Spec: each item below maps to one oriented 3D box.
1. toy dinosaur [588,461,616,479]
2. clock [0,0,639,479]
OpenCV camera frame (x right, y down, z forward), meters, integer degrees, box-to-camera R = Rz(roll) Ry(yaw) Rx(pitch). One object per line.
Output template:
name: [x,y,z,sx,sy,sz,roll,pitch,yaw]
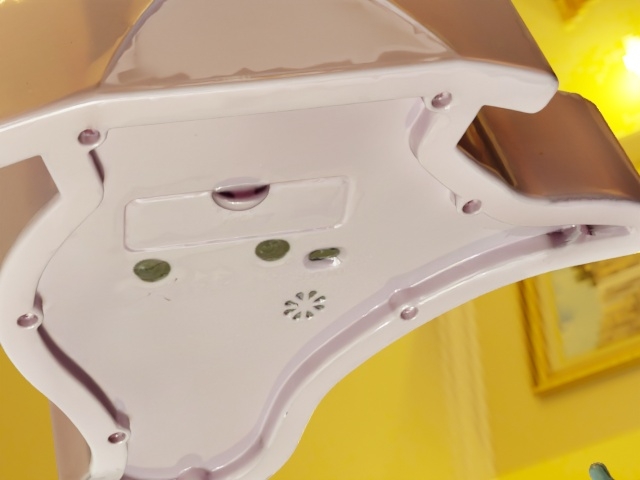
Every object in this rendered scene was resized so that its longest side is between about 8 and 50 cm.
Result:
toy dinosaur: [0.177,0.189,0.886,0.080,0.045,0.197,41,-159,-25]
clock: [0.000,0.000,0.661,0.275,0.290,0.080,94,163,-48]
